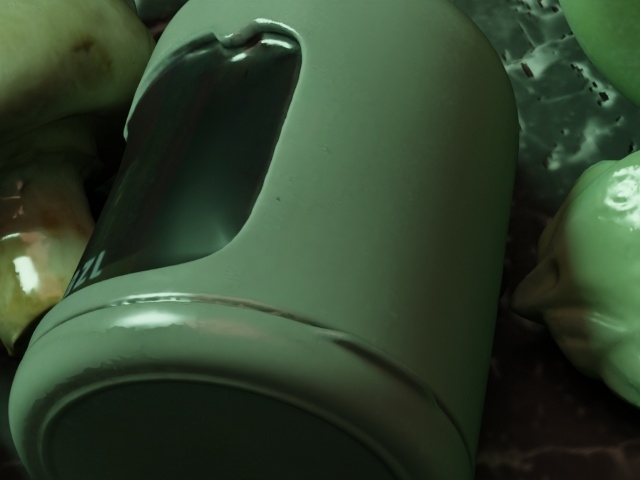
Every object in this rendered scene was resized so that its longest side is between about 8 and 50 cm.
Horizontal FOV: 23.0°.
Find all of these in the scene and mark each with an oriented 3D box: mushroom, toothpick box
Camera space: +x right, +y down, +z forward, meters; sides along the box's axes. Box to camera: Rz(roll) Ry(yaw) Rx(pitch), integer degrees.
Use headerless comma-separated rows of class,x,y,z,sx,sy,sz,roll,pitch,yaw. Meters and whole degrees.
mushroom,-0.167,-0.054,0.867,0.209,0.206,0.206,33,63,27
toothpick box,0.000,0.000,0.788,0.229,0.229,0.316,3,48,14

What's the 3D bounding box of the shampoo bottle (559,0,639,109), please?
shampoo bottle,0.269,-0.223,0.838,0.322,0.322,0.317,6,45,16

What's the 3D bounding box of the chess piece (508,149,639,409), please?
chess piece,0.223,0.041,0.725,0.176,0.175,0.298,-31,46,-15

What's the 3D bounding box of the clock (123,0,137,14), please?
clock,-0.290,-0.176,0.957,0.324,0.265,0.108,-16,40,1
